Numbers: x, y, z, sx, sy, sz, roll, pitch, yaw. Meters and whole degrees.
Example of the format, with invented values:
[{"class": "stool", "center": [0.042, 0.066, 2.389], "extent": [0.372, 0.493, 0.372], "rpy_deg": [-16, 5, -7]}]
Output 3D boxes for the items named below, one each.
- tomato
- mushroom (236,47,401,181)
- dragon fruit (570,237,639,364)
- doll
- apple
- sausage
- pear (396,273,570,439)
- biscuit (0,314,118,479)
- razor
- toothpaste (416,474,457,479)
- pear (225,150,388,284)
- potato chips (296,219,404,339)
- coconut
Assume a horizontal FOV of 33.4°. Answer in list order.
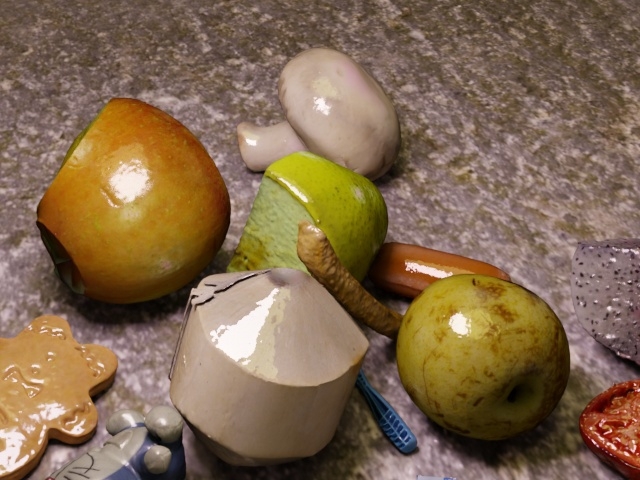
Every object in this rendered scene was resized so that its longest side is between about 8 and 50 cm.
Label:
[{"class": "tomato", "center": [0.501, 0.305, 1.668], "extent": [0.174, 0.082, 0.166], "rpy_deg": [-31, 42, -26]}, {"class": "mushroom", "center": [0.012, -0.279, 2.285], "extent": [0.356, 0.315, 0.315], "rpy_deg": [22, 44, 24]}, {"class": "dragon fruit", "center": [0.595, 0.102, 1.850], "extent": [0.282, 0.204, 0.221], "rpy_deg": [4, 7, 34]}, {"class": "doll", "center": [-0.320, 0.362, 1.591], "extent": [0.258, 0.154, 0.228], "rpy_deg": [-28, 11, -39]}, {"class": "apple", "center": [-0.365, -0.063, 1.979], "extent": [0.374, 0.374, 0.384], "rpy_deg": [-28, 50, -29]}, {"class": "sausage", "center": [0.218, 0.069, 1.976], "extent": [0.274, 0.105, 0.105], "rpy_deg": [14, 41, 20]}, {"class": "pear", "center": [0.256, 0.179, 1.705], "extent": [0.283, 0.284, 0.284], "rpy_deg": [-2, 38, 1]}, {"class": "biscuit", "center": [-0.504, 0.260, 1.758], "extent": [0.275, 0.052, 0.355], "rpy_deg": [33, 46, 18]}, {"class": "razor", "center": [0.085, 0.260, 1.784], "extent": [0.082, 0.042, 0.253], "rpy_deg": [-50, 45, 9]}, {"class": "toothpaste", "center": [0.158, 0.455, 1.517], "extent": [0.066, 0.053, 0.272], "rpy_deg": [4, 39, 8]}, {"class": "pear", "center": [0.000, 0.000, 1.929], "extent": [0.238, 0.342, 0.318], "rpy_deg": [36, 38, 15]}, {"class": "potato chips", "center": [0.070, 0.096, 1.775], "extent": [0.057, 0.407, 0.080], "rpy_deg": [16, 73, 39]}, {"class": "coconut", "center": [-0.083, 0.185, 1.658], "extent": [0.322, 0.323, 0.323], "rpy_deg": [-2, 38, 1]}]
